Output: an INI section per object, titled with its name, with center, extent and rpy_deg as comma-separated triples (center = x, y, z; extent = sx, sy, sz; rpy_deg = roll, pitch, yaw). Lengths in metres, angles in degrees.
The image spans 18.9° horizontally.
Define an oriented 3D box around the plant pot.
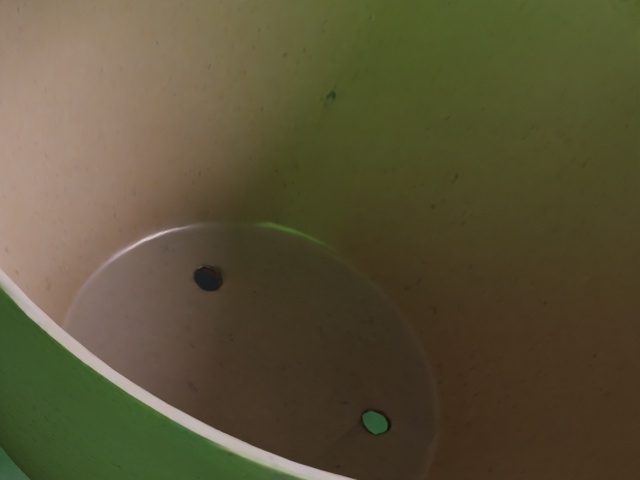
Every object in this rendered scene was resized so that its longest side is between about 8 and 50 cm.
[plant pot]
center = 0.000, 0.000, 0.583
extent = 0.284, 0.284, 0.191
rpy_deg = 13, 141, -9
